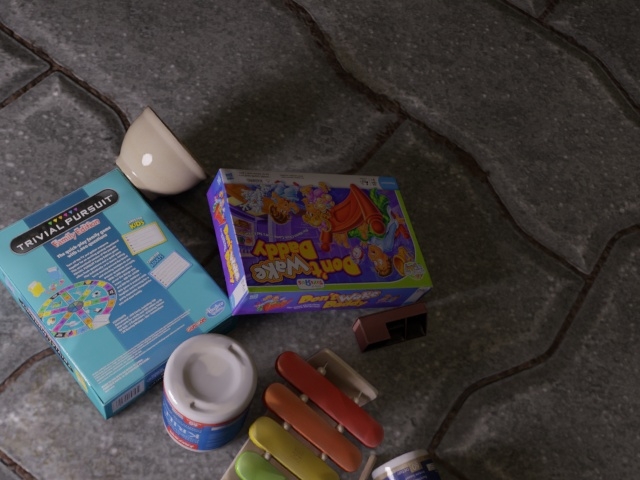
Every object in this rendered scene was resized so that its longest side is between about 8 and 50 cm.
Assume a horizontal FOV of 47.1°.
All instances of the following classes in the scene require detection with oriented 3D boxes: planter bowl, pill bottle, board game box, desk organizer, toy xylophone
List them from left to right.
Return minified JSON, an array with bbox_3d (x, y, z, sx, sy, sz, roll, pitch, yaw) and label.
[{"bbox_3d":[-0.334,0.074,1.179,0.253,0.079,0.336,-34,72,-28],"label":"board game box"},{"bbox_3d":[-0.286,-0.139,1.284,0.109,0.162,0.162,-42,74,-2],"label":"planter bowl"},{"bbox_3d":[-0.162,0.229,1.042,0.124,0.221,0.124,6,58,-9],"label":"pill bottle"},{"bbox_3d":[-0.019,0.325,1.063,0.236,0.081,0.323,35,59,-14],"label":"toy xylophone"},{"bbox_3d":[0.000,0.000,1.254,0.347,0.078,0.233,0,59,-29],"label":"board game box"},{"bbox_3d":[0.124,0.148,1.259,0.130,0.047,0.050,-12,66,-19],"label":"desk organizer"},{"bbox_3d":[0.151,0.405,1.083,0.094,0.094,0.169,-15,64,-21],"label":"pill bottle"}]
